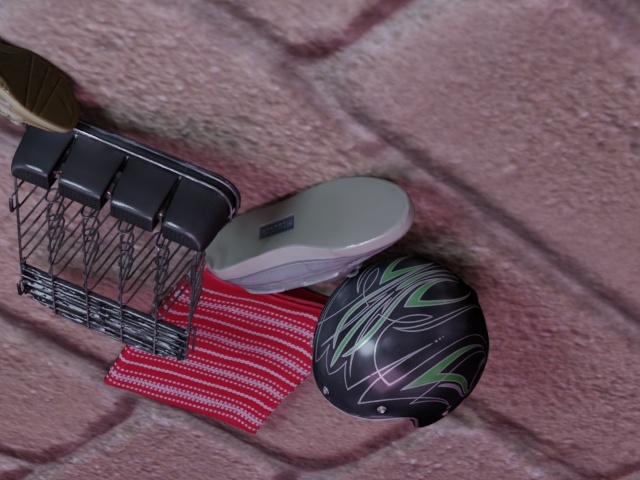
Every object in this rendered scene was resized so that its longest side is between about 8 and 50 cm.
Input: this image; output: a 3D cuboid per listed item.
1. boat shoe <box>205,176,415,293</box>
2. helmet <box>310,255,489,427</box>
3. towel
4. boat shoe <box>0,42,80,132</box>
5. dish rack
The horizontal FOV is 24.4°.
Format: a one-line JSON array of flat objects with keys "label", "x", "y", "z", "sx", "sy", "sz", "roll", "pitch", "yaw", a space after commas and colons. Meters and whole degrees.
[{"label": "boat shoe", "x": -0.001, "y": 0.001, "z": 1.409, "sx": 0.227, "sy": 0.079, "sz": 0.081, "roll": -14, "pitch": 146, "yaw": 30}, {"label": "helmet", "x": 0.076, "y": 0.097, "z": 1.442, "sx": 0.169, "sy": 0.169, "sz": 0.161, "roll": -19, "pitch": 156, "yaw": 26}, {"label": "towel", "x": -0.096, "y": 0.119, "z": 1.597, "sx": 0.198, "sy": 0.031, "sz": 0.275, "roll": 21, "pitch": 139, "yaw": -20}, {"label": "boat shoe", "x": -0.278, "y": -0.137, "z": 1.267, "sx": 0.153, "sy": 0.056, "sz": 0.048, "roll": 29, "pitch": 145, "yaw": -27}, {"label": "dish rack", "x": -0.193, "y": 0.009, "z": 1.396, "sx": 0.208, "sy": 0.074, "sz": 0.271, "roll": 23, "pitch": 147, "yaw": 6}]
